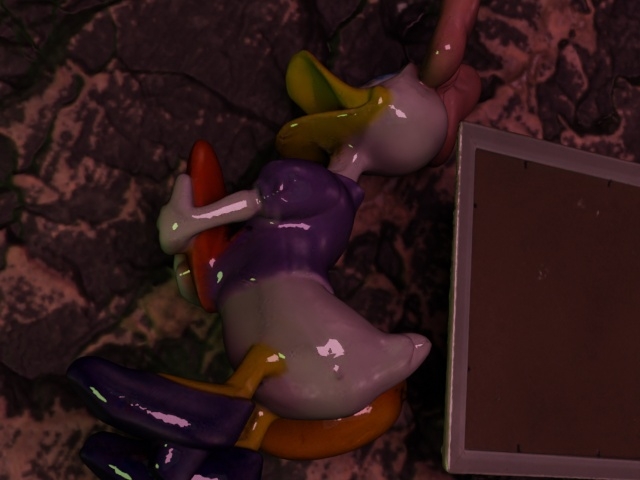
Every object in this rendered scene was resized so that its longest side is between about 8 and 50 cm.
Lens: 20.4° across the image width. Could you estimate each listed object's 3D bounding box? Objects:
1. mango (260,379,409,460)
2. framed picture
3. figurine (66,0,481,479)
[{"bbox_3d":[0.004,0.112,1.224,0.114,0.060,0.080,-17,53,-5],"label":"mango"},{"bbox_3d":[0.185,0.052,1.242,0.296,0.019,0.232,10,80,-43],"label":"framed picture"},{"bbox_3d":[-0.006,0.003,1.173,0.193,0.154,0.421,15,60,12],"label":"figurine"}]
